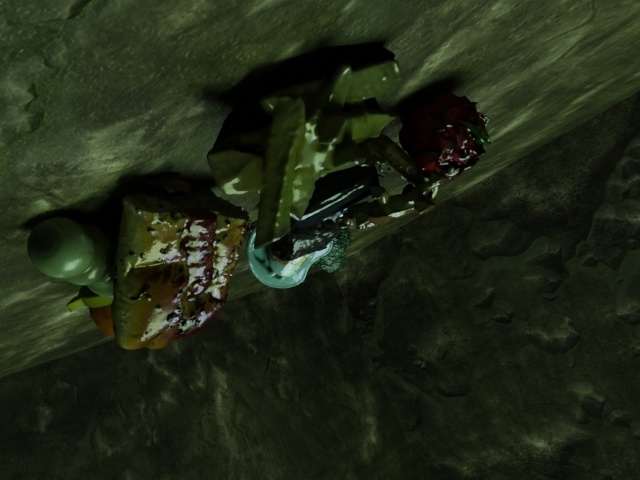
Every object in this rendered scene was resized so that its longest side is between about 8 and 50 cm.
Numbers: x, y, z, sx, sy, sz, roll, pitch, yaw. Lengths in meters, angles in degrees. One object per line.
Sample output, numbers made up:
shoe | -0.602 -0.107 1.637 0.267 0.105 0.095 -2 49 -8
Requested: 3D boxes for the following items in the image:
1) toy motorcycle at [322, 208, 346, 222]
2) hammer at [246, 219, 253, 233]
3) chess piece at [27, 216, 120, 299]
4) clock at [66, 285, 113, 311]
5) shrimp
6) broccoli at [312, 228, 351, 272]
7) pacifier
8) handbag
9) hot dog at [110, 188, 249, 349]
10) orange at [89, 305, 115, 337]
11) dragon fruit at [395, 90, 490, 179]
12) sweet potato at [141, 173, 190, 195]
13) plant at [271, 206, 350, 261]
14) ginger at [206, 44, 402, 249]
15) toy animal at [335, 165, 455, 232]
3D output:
toy motorcycle | 0.027 -0.147 1.634 0.102 0.221 0.150 -24 128 19
hammer | -0.249 -0.050 1.995 0.036 0.019 0.110 -22 169 -15
chess piece | -0.528 0.038 1.297 0.182 0.182 0.330 -25 166 5
clock | -0.544 0.084 1.581 0.294 0.071 0.277 -18 -158 11
shrimp | 0.200 -0.199 1.599 0.085 0.272 0.445 -49 -176 -1
broccoli | 0.000 0.000 2.361 0.254 0.269 0.269 -14 168 -27
pacifier | -0.128 0.001 2.107 0.343 0.288 0.269 -47 -158 9
handbag | 0.008 -0.161 1.441 0.255 0.181 0.181 -28 170 7
hot dog | -0.339 0.079 1.331 0.367 0.196 0.365 -9 123 -61
orange | -0.579 0.187 1.789 0.284 0.226 0.284 -20 -171 3
dragon fruit | 0.300 -0.268 1.497 0.234 0.233 0.293 -18 -176 -36
sweet potato | -0.339 -0.123 1.234 0.049 0.049 0.117 -29 160 31
plant | -0.019 -0.074 1.814 0.312 0.213 0.215 -19 167 -33
ginger | 0.005 -0.157 1.081 0.414 0.211 0.358 -30 157 -10
toy animal | 0.183 -0.088 1.412 0.313 0.097 0.157 -15 172 6
